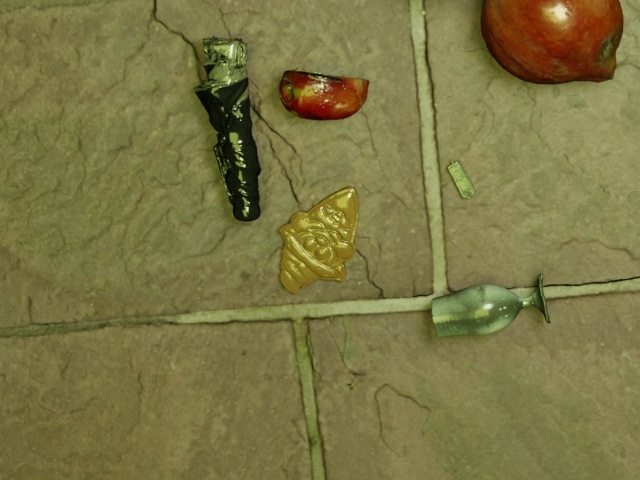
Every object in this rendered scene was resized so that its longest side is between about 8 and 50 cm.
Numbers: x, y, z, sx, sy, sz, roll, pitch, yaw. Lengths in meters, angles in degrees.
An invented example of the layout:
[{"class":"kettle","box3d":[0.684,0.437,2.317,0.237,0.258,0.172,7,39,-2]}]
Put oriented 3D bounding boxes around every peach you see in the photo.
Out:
[{"class":"peach","box3d":[0.408,-0.367,1.774,0.232,0.232,0.256,-36,90,15]},{"class":"peach","box3d":[0.006,-0.267,1.924,0.172,0.127,0.092,7,99,-20]}]

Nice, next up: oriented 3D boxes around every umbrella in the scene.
[{"class":"umbrella","box3d":[-0.171,-0.207,1.954,0.106,0.113,0.357,-10,105,-13]}]

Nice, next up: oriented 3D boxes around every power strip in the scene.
[{"class":"power strip","box3d":[0.268,-0.118,1.967,0.027,0.017,0.083,-26,101,13]}]

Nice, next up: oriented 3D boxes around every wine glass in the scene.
[{"class":"wine glass","box3d":[0.326,0.128,1.985,0.222,0.103,0.103,-11,104,9]}]

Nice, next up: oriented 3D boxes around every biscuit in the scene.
[{"class":"biscuit","box3d":[0.000,0.000,2.032,0.162,0.035,0.250,30,106,-6]}]
